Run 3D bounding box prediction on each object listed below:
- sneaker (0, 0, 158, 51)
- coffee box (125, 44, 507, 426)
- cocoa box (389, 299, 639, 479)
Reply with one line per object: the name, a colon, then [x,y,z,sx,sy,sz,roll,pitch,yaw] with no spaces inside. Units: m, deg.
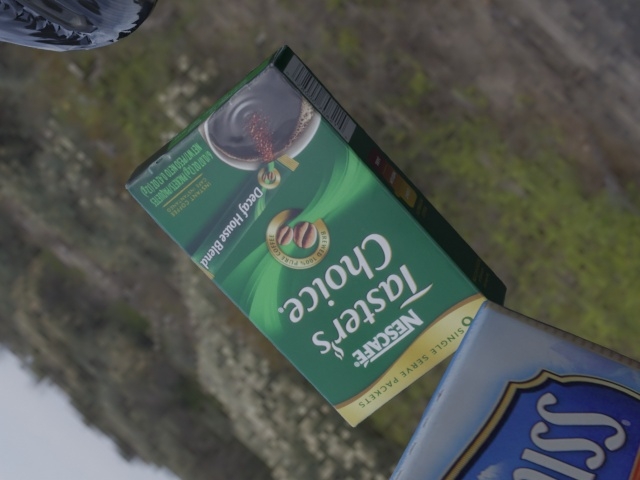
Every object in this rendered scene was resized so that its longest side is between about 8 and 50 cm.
sneaker: [-0.183,-0.292,0.652,0.447,0.257,0.169,41,154,-10]
coffee box: [0.000,0.000,0.933,0.184,0.113,0.040,48,-159,-12]
cocoa box: [0.073,0.225,0.518,0.228,0.231,0.347,23,-145,9]
